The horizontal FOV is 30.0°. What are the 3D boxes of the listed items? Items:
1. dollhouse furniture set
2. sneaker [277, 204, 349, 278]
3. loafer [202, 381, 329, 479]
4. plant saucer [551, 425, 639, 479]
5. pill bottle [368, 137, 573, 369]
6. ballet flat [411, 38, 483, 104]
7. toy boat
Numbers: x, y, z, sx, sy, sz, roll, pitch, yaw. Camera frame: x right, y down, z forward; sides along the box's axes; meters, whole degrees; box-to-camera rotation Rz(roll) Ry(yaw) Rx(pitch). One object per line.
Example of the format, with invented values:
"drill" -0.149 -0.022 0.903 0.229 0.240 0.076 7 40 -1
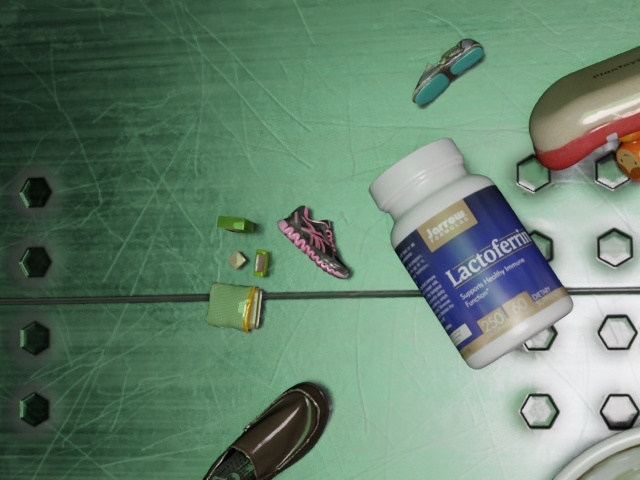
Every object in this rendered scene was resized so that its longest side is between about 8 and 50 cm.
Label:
"dollhouse furniture set" -0.115 0.046 1.588 0.076 0.058 0.151 6 87 13
"sneaker" 0.000 0.000 1.577 0.119 0.047 0.057 43 84 11
"loafer" -0.074 0.276 1.553 0.080 0.078 0.220 43 96 12
"plant saucer" 0.436 0.412 1.420 0.401 0.100 0.400 -1 87 13
"pill bottle" 0.181 0.013 1.477 0.153 0.153 0.264 -34 80 8
"ballet flat" 0.161 -0.224 1.561 0.114 0.041 0.041 -39 79 7
"toy boat" 0.377 -0.141 1.468 0.231 0.151 0.151 -21 111 10
